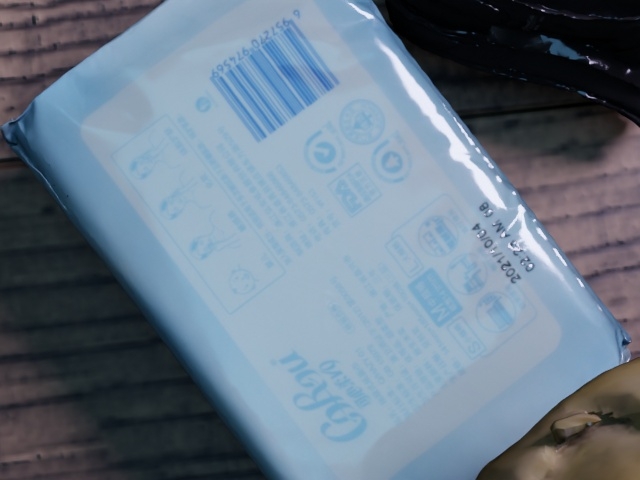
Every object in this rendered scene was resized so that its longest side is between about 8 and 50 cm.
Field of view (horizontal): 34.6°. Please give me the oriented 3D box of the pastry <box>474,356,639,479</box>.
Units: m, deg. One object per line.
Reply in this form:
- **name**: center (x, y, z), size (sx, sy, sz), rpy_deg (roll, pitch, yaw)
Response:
- **pastry**: center (0.201, 0.228, 0.401), size (0.409, 0.245, 0.409), rpy_deg (1, 87, -14)

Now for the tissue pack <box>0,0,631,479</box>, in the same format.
- **tissue pack**: center (0.000, 0.000, 0.499), size (0.177, 0.089, 0.263), rpy_deg (-38, 90, -3)

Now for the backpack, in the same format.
- **backpack**: center (0.118, -0.133, 0.502), size (0.165, 0.120, 0.106), rpy_deg (18, 64, -1)
